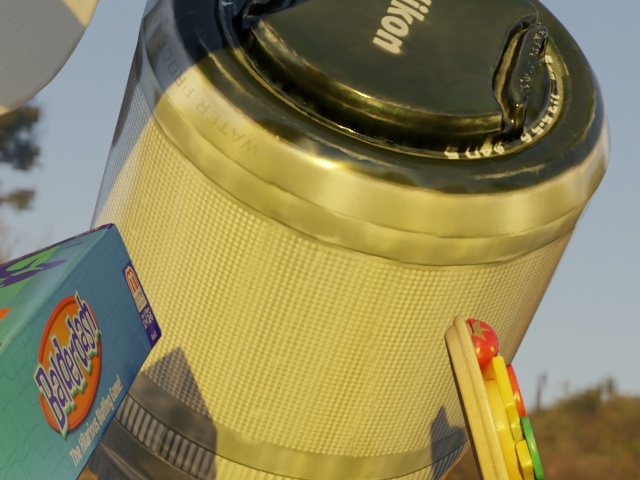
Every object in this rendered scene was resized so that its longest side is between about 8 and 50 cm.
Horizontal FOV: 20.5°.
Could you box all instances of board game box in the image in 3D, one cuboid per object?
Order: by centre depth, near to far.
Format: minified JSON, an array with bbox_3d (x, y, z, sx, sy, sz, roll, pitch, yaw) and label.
[{"bbox_3d":[-0.140,0.062,0.503,0.160,0.047,0.210,-20,11,7],"label":"board game box"}]

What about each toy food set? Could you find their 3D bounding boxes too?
[{"bbox_3d":[0.061,0.065,0.615,0.020,0.082,0.083,-14,-30,2],"label":"toy food set"}]

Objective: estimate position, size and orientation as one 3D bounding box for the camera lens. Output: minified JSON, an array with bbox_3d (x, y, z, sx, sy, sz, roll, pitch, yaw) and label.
[{"bbox_3d":[0.000,0.000,0.858,0.219,0.219,0.274,8,-50,-14],"label":"camera lens"}]

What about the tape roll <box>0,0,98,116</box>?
[{"bbox_3d":[-0.254,-0.274,1.209,0.072,0.392,0.392,7,-12,23],"label":"tape roll"}]
